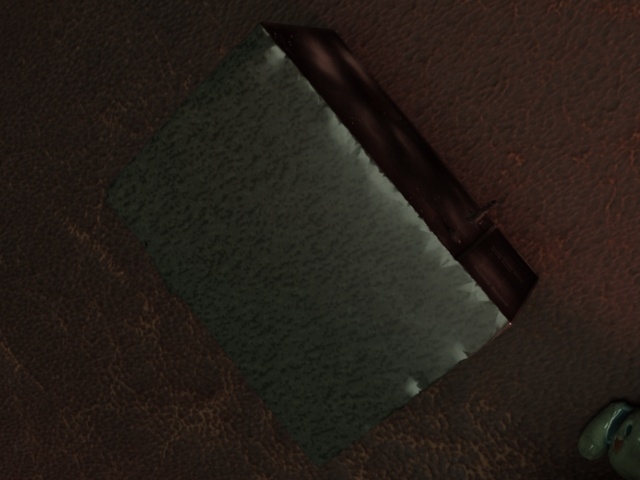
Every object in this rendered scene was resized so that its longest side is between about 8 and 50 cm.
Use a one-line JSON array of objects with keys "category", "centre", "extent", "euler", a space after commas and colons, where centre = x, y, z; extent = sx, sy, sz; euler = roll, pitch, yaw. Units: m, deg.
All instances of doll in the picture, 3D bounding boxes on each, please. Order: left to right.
[{"category": "doll", "centre": [0.409, 0.252, 1.048], "extent": [0.214, 0.071, 0.104], "euler": [4, 68, 53]}]

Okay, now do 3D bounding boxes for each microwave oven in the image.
[{"category": "microwave oven", "centre": [0.000, 0.000, 1.095], "extent": [0.374, 0.236, 0.432], "euler": [-42, 83, 24]}]
